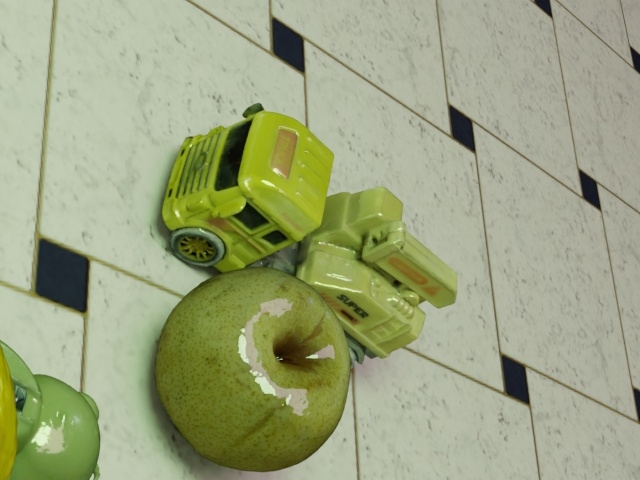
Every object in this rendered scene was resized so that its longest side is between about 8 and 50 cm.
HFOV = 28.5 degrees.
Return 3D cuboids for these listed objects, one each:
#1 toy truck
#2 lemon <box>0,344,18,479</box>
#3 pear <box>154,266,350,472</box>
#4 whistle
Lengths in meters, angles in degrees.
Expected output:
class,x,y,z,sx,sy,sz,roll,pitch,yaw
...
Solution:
class,x,y,z,sx,sy,sz,roll,pitch,yaw
toy truck,0.000,0.000,1.129,0.272,0.157,0.124,42,41,-31
lemon,-0.290,0.074,0.615,0.284,0.260,0.260,33,41,-7
pear,-0.054,0.104,1.012,0.167,0.136,0.167,26,52,-39
whistle,-0.228,0.111,0.818,0.227,0.085,0.105,37,42,-36
